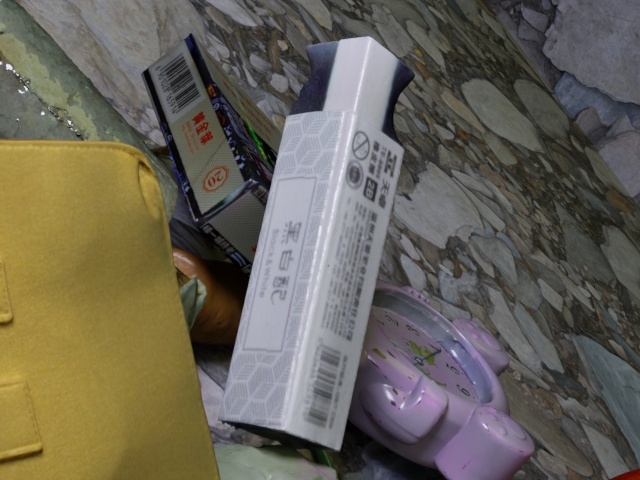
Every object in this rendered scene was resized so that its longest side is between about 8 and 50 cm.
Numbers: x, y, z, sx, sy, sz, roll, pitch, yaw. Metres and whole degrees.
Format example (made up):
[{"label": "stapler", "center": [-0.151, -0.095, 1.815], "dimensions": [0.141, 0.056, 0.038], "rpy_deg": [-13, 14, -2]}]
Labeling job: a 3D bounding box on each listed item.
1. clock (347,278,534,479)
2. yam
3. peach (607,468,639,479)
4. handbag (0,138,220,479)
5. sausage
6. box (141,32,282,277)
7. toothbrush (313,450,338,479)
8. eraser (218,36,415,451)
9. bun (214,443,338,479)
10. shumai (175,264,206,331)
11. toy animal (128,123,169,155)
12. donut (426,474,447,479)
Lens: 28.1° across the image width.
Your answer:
[{"label": "clock", "center": [0.106, 0.160, 1.622], "dimensions": [0.322, 0.113, 0.295], "rpy_deg": [33, 21, -15]}, {"label": "yam", "center": [-0.291, -0.105, 1.340], "dimensions": [0.304, 0.168, 0.168], "rpy_deg": [49, 24, -12]}, {"label": "peach", "center": [0.435, 0.442, 1.532], "dimensions": [0.370, 0.370, 0.370], "rpy_deg": [37, 27, -22]}, {"label": "handbag", "center": [-0.212, 0.127, 0.933], "dimensions": [0.283, 0.133, 0.400], "rpy_deg": [0, 78, -63]}, {"label": "sausage", "center": [-0.124, 0.064, 1.436], "dimensions": [0.271, 0.109, 0.109], "rpy_deg": [14, 41, -56]}, {"label": "box", "center": [-0.090, -0.078, 1.452], "dimensions": [0.198, 0.084, 0.310], "rpy_deg": [47, 12, -41]}, {"label": "toothbrush", "center": [0.004, 0.252, 1.475], "dimensions": [0.024, 0.018, 0.257], "rpy_deg": [17, 38, -52]}, {"label": "eraser", "center": [0.000, 0.000, 1.274], "dimensions": [0.098, 0.096, 0.403], "rpy_deg": [30, 66, -46]}, {"label": "bun", "center": [-0.025, 0.294, 1.178], "dimensions": [0.283, 0.179, 0.283], "rpy_deg": [38, 23, -20]}, {"label": "shumai", "center": [-0.194, 0.073, 1.203], "dimensions": [0.256, 0.218, 0.189], "rpy_deg": [48, 34, 2]}, {"label": "toy animal", "center": [-0.154, -0.105, 1.659], "dimensions": [0.219, 0.095, 0.155], "rpy_deg": [51, 29, 6]}, {"label": "donut", "center": [0.172, 0.332, 1.600], "dimensions": [0.108, 0.043, 0.097], "rpy_deg": [21, 36, -51]}]
